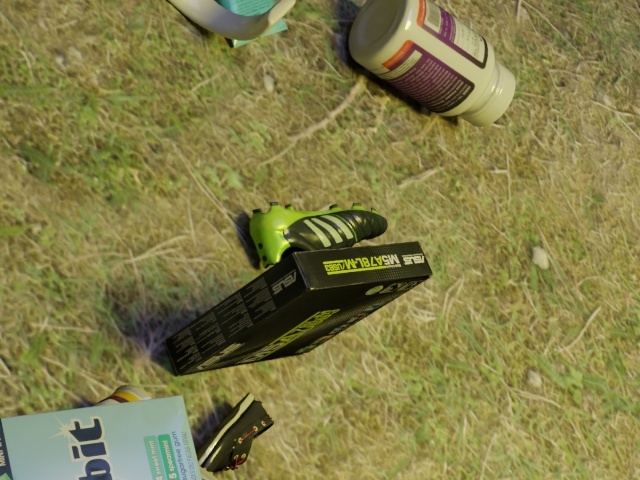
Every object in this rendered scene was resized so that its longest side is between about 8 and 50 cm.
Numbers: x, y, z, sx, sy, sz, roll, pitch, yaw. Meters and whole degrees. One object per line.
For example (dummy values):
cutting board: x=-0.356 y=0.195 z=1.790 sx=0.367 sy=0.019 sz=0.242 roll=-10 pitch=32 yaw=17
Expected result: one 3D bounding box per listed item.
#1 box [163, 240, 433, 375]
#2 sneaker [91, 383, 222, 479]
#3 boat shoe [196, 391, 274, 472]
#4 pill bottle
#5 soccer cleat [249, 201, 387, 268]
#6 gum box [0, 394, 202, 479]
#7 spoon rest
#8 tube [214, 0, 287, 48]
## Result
box: x=-0.020 y=0.062 z=1.694 sx=0.184 sy=0.190 sz=0.045 roll=-8 pitch=70 yaw=-51
sneaker: x=-0.141 y=0.217 z=1.560 sx=0.185 sy=0.069 sz=0.084 roll=50 pitch=46 yaw=0
boat shoe: x=-0.082 y=0.187 z=1.652 sx=0.042 sy=0.049 sz=0.133 roll=47 pitch=33 yaw=-1
pill bottle: x=0.136 y=-0.212 z=2.132 sx=0.193 sy=0.108 sz=0.108 roll=30 pitch=45 yaw=-32
soccer cleat: x=0.000 y=0.000 z=1.878 sx=0.179 sy=0.060 sz=0.072 roll=-1 pitch=75 yaw=-41
gum box: x=-0.186 y=0.214 z=1.470 sx=0.184 sy=0.041 sz=0.157 roll=-5 pitch=67 yaw=-25
spoon rest: x=-0.158 y=-0.307 z=1.907 sx=0.276 sy=0.084 sz=0.137 roll=42 pitch=45 yaw=0
tube: x=-0.110 y=-0.313 z=1.979 sx=0.080 sy=0.052 sz=0.207 roll=-26 pitch=89 yaw=-33
